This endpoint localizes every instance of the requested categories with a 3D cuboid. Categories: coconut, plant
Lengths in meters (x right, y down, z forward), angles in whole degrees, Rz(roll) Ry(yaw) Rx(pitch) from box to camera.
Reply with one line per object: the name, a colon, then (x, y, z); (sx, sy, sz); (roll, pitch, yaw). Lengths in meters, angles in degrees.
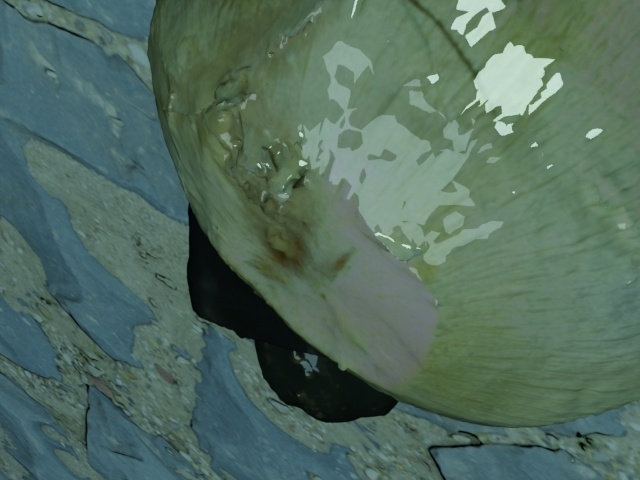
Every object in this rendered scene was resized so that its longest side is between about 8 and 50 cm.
coconut: (0.070, -0.060, 0.669); (0.297, 0.254, 0.297); (21, 145, 16)
plant: (0.000, 0.000, 0.996); (0.164, 0.142, 0.256); (16, 133, 38)
